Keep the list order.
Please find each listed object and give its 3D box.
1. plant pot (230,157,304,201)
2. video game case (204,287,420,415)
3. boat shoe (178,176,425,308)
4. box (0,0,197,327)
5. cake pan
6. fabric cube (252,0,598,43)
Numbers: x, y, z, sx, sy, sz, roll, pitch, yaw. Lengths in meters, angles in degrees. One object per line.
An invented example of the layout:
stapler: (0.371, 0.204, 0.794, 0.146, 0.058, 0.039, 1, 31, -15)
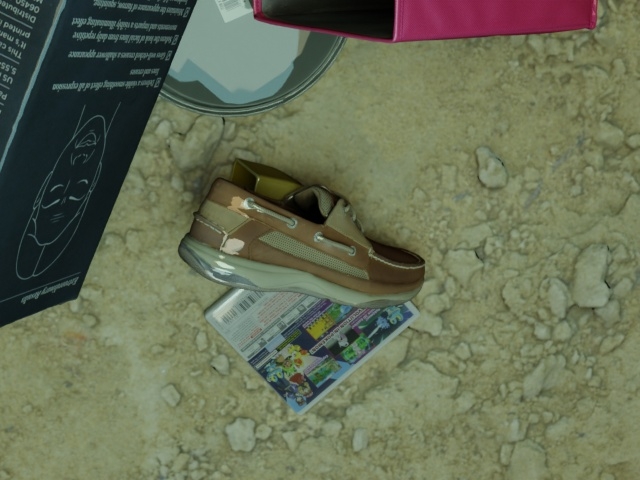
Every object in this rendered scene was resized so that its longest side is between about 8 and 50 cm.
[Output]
plant pot: (-0.056, -0.043, 1.353, 0.083, 0.081, 0.081, 5, 106, -25)
video game case: (-0.009, 0.090, 1.429, 0.201, 0.023, 0.183, -40, 108, 3)
boat shoe: (0.000, 0.000, 1.288, 0.324, 0.123, 0.116, 9, 102, -42)
box: (-0.320, -0.128, 1.136, 0.212, 0.293, 0.395, 27, 104, 10)
cake pan: (-0.098, -0.276, 1.286, 0.293, 0.054, 0.293, -3, 108, -8)
fabric cube: (0.103, -0.340, 1.152, 0.258, 0.254, 0.259, -10, 109, -31)
